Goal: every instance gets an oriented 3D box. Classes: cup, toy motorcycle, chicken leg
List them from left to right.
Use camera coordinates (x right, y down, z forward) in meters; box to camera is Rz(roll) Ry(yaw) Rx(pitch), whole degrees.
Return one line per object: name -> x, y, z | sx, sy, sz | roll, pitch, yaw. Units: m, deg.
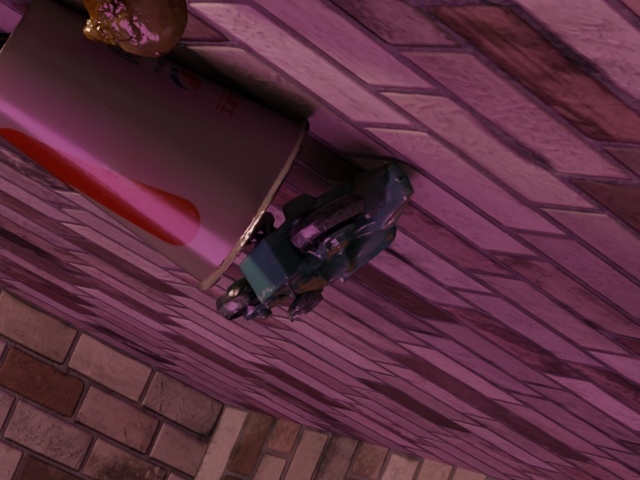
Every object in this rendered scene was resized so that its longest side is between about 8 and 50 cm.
chicken leg -> -0.185, -0.218, 1.523 | 0.093, 0.070, 0.178 | -32, 126, 21
cup -> -0.182, -0.105, 1.787 | 0.288, 0.203, 0.203 | 32, 167, -11
toy motorcycle -> 0.007, 0.005, 1.930 | 0.109, 0.198, 0.296 | 59, 155, 7

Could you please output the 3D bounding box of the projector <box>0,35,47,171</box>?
projector -> -0.244, -0.102, 2.058 | 0.337, 0.108, 0.108 | 33, 165, -38
